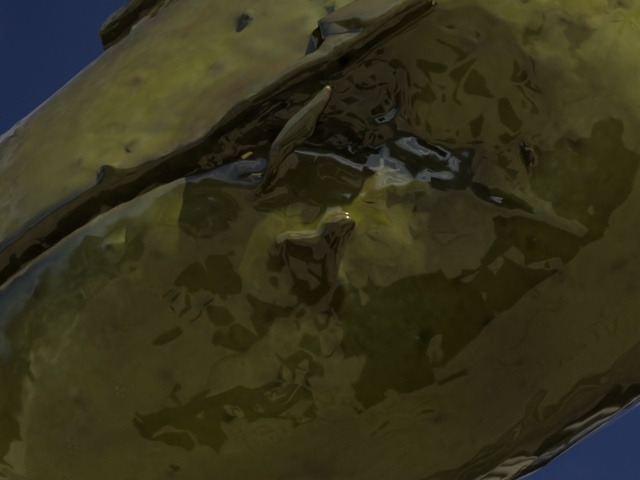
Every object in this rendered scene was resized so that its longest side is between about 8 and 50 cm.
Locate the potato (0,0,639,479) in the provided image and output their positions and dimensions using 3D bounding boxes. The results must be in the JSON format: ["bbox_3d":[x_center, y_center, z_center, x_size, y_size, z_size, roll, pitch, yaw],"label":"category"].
[{"bbox_3d":[0.000,0.000,0.411,0.248,0.169,0.143,-32,-103,0],"label":"potato"}]
